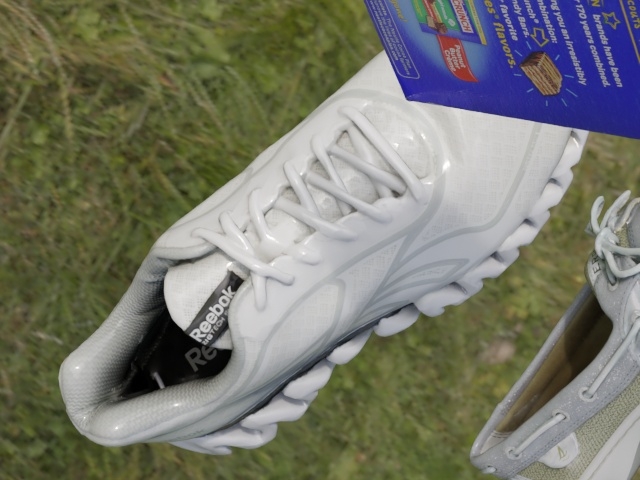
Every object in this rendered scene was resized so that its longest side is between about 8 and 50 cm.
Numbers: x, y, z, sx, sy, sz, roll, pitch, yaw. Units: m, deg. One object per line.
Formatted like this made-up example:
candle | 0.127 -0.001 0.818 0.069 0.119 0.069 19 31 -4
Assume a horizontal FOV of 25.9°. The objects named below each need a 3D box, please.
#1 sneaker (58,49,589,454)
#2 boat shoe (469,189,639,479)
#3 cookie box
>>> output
sneaker | 0.000 0.000 0.611 0.292 0.110 0.118 -45 159 21
boat shoe | 0.195 0.059 0.940 0.118 0.103 0.320 -77 -177 -50
cookie box | 0.056 -0.070 0.324 0.040 0.107 0.092 -49 133 -25
